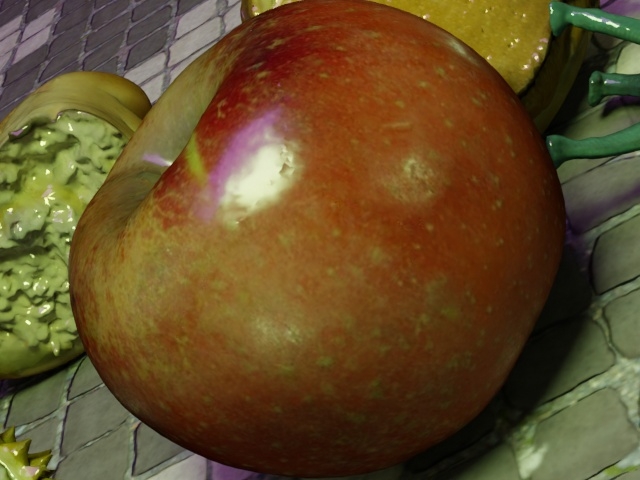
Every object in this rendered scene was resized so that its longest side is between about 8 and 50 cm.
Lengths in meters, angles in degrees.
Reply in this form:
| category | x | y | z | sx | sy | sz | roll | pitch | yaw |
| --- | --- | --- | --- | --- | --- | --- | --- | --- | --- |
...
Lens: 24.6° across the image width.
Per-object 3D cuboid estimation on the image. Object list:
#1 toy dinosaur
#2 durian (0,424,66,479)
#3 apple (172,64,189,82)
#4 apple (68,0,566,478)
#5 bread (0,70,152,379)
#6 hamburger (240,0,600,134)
| category | x | y | z | sx | sy | sz | roll | pitch | yaw |
| --- | --- | --- | --- | --- | --- | --- | --- | --- | --- |
| toy dinosaur | 0.349 | -0.141 | 1.091 | 0.331 | 0.129 | 0.383 | 2 | 31 | 22 |
| durian | -0.295 | 0.231 | 1.136 | 0.306 | 0.172 | 0.166 | -3 | 29 | 14 |
| apple | -0.095 | -0.119 | 1.487 | 0.146 | 0.146 | 0.146 | -28 | 28 | 17 |
| apple | 0.000 | 0.000 | 1.032 | 0.348 | 0.277 | 0.348 | -42 | 24 | 24 |
| bread | -0.271 | -0.011 | 1.456 | 0.316 | 0.211 | 0.270 | -42 | 17 | 8 |
| hamburger | 0.090 | -0.199 | 1.276 | 0.284 | 0.174 | 0.304 | 17 | 68 | 22 |
